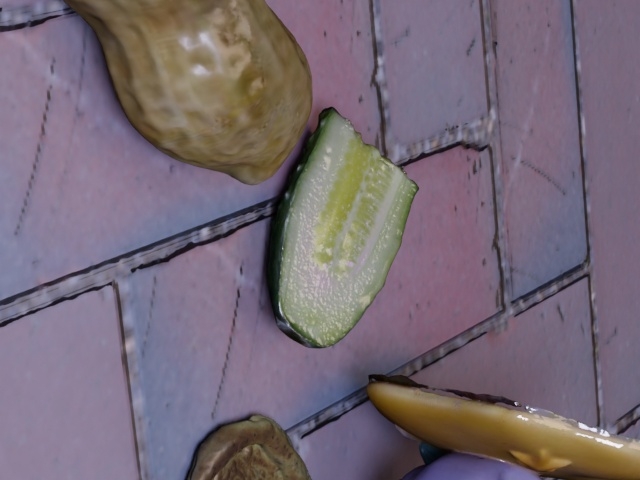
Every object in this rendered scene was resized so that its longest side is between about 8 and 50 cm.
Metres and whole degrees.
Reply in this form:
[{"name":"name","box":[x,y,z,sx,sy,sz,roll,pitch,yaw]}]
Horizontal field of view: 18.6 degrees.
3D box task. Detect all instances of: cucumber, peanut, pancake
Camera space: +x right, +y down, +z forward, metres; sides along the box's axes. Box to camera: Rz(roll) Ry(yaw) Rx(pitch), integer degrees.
[{"name":"cucumber","box":[0.000,0.000,0.916,0.067,0.035,0.107,40,59,-29]},{"name":"peanut","box":[-0.058,-0.097,0.785,0.089,0.089,0.193,-60,142,-35]},{"name":"pancake","box":[-0.033,0.135,0.897,0.115,0.011,0.115,-9,101,-58]}]

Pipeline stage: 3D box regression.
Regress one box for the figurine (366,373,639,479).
[{"name":"figurine","box":[0.076,0.211,0.930,0.208,0.181,0.257,68,38,-80]}]
